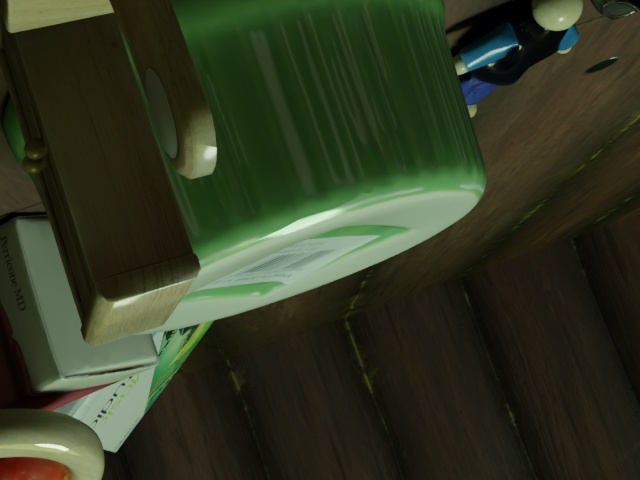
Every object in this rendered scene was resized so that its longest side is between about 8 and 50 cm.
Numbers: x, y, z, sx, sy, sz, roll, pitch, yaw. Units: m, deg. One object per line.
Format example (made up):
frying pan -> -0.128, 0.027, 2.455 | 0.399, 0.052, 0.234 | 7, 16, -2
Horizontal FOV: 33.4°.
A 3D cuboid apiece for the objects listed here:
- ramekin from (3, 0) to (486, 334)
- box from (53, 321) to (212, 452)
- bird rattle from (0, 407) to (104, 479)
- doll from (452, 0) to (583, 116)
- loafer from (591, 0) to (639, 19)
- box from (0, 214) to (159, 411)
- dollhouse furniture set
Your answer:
ramekin -> -0.039, -0.049, 0.707 | 0.303, 0.148, 0.303 | -19, 171, -3
box -> -0.214, 0.128, 1.223 | 0.232, 0.058, 0.322 | -54, 173, -11
bird rattle -> -0.284, 0.182, 0.881 | 0.207, 0.143, 0.253 | -4, 134, -19
doll -> 0.142, -0.146, 0.846 | 0.129, 0.046, 0.189 | -16, 170, -29
loafer -> 0.225, -0.183, 0.756 | 0.062, 0.061, 0.170 | -22, 171, 8
box -> -0.286, 0.086, 0.966 | 0.232, 0.149, 0.127 | -26, 168, 30
dollhouse furniture set -> -0.246, -0.007, 0.445 | 0.355, 0.174, 0.303 | -17, 170, -20
